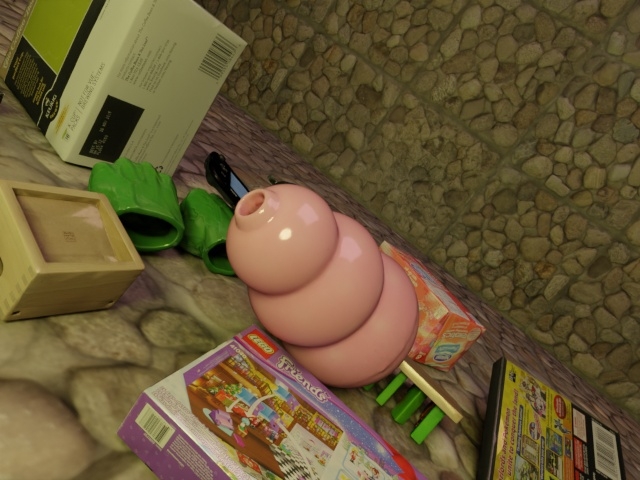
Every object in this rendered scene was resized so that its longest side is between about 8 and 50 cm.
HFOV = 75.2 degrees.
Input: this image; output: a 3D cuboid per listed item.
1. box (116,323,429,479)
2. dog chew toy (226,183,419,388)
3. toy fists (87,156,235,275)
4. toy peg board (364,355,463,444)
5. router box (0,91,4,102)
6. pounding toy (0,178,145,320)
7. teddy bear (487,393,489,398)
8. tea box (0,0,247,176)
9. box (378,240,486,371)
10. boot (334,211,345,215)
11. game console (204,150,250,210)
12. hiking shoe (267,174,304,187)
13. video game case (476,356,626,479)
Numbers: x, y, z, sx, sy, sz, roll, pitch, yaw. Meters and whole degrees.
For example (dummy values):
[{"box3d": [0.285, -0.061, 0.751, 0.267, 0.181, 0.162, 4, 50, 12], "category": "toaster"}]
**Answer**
[{"box3d": [-0.017, 0.221, 0.405, 0.293, 0.057, 0.201, 39, 15, 11], "category": "box"}, {"box3d": [0.001, 0.057, 0.542, 0.332, 0.206, 0.207, 52, 0, -43], "category": "dog chew toy"}, {"box3d": [-0.223, -0.034, 0.657, 0.279, 0.096, 0.142, 23, 29, -46], "category": "toy fists"}, {"box3d": [0.144, 0.249, 0.696, 0.161, 0.079, 0.160, 43, 0, 20], "category": "toy peg board"}, {"box3d": [-0.545, -0.222, 0.599, 0.092, 0.038, 0.122, 32, 15, -14], "category": "router box"}, {"box3d": [-0.276, 0.007, 0.436, 0.141, 0.100, 0.130, 53, 20, 18], "category": "pounding toy"}, {"box3d": [0.441, 0.420, 0.781, 0.338, 0.113, 0.245, 42, 33, 16], "category": "teddy bear"}, {"box3d": [-0.376, -0.341, 0.780, 0.323, 0.329, 0.219, 44, 16, 24], "category": "tea box"}, {"box3d": [0.228, 0.152, 1.019, 0.154, 0.142, 0.300, 27, 17, -34], "category": "box"}, {"box3d": [0.019, -0.020, 1.075, 0.222, 0.118, 0.338, 33, 11, -36], "category": "boot"}, {"box3d": [-0.081, 0.000, 0.744, 0.361, 0.043, 0.213, 52, 1, -32], "category": "game console"}, {"box3d": [0.000, 0.000, 0.835, 0.304, 0.113, 0.132, 44, 5, 14], "category": "hiking shoe"}, {"box3d": [0.385, 0.364, 0.683, 0.248, 0.035, 0.275, 34, 40, 6], "category": "video game case"}]
